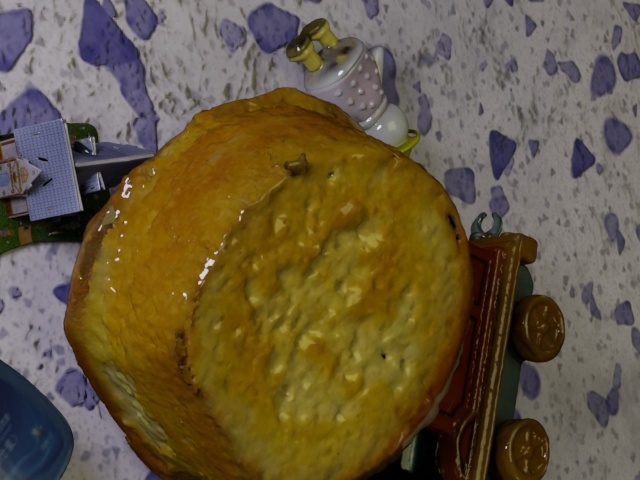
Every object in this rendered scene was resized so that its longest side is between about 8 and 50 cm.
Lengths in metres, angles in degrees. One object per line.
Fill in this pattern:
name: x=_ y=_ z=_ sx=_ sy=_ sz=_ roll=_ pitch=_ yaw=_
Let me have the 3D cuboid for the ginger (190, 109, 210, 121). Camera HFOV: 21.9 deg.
ginger: x=-0.062 y=-0.086 z=1.690 sx=0.162 sy=0.073 sz=0.103 roll=-6 pitch=88 yaw=-47

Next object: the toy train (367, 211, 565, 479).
toy train: x=0.131 y=0.127 z=1.790 sx=0.231 sy=0.163 sz=0.369 roll=25 pitch=67 yaw=-35

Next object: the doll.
doll: x=0.043 y=-0.152 z=1.806 sx=0.207 sy=0.081 sz=0.129 roll=52 pitch=58 yaw=-29

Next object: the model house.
model house: x=-0.231 y=-0.055 z=1.499 sx=0.167 sy=0.088 sz=0.117 roll=-8 pitch=88 yaw=-46

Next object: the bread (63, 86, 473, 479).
bread: x=-0.036 y=0.061 z=1.539 sx=0.398 sy=0.215 sz=0.398 roll=-13 pitch=112 yaw=-36

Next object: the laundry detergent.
laundry detergent: x=-0.334 y=0.119 z=1.359 sx=0.290 sy=0.094 sz=0.143 roll=51 pitch=54 yaw=-27
